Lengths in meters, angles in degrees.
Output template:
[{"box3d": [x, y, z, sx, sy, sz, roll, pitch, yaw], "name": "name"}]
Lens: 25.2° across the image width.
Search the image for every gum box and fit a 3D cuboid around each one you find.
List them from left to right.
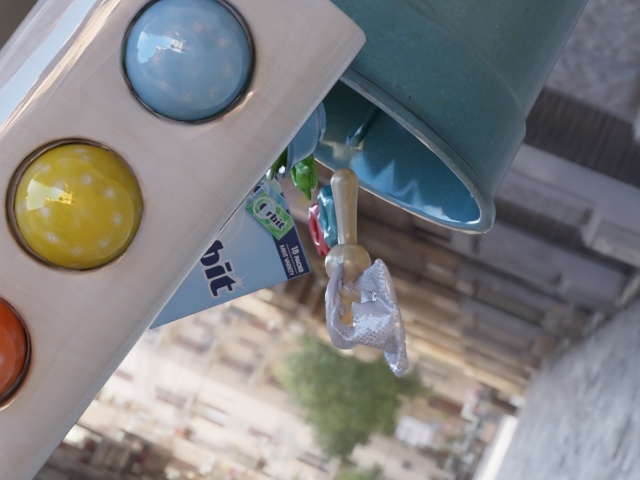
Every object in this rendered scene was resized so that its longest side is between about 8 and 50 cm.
[{"box3d": [-0.122, -0.010, 1.518, 0.041, 0.184, 0.157, -118, 10, -73], "name": "gum box"}]

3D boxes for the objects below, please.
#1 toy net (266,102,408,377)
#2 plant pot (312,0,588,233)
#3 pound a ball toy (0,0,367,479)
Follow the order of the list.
[{"box3d": [0.000, 0.000, 0.912, 0.122, 0.045, 0.232, 96, 160, -51], "name": "toy net"}, {"box3d": [0.088, -0.238, 1.213, 0.334, 0.341, 0.341, -57, -10, -7], "name": "plant pot"}, {"box3d": [-0.157, -0.027, 0.635, 0.319, 0.208, 0.136, -52, 17, 1], "name": "pound a ball toy"}]
